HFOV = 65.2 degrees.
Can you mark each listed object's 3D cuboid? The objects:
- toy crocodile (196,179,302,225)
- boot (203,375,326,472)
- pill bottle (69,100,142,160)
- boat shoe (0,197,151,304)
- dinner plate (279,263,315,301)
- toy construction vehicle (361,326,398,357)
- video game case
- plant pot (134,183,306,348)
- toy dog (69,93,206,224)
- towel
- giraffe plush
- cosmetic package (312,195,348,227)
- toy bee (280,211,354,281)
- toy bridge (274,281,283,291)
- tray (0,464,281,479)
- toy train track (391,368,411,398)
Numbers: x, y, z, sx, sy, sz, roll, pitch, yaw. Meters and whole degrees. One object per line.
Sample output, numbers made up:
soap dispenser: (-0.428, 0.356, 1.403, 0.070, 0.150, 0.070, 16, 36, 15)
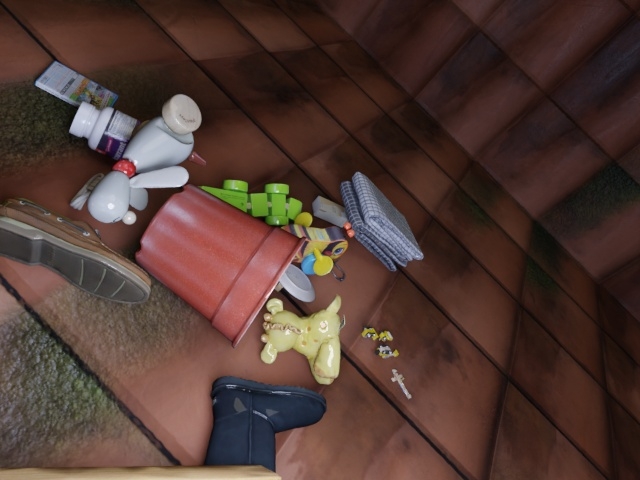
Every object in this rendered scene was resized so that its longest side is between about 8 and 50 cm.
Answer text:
toy crocodile: (-0.184, -0.093, 1.322, 0.340, 0.105, 0.115, 0, 88, -39)
boot: (-0.095, 0.372, 0.919, 0.246, 0.094, 0.207, 19, 38, -23)
pill bottle: (-0.475, -0.245, 1.175, 0.193, 0.108, 0.108, 24, 39, -26)
boat shoe: (-0.448, 0.012, 0.926, 0.307, 0.111, 0.104, 30, 37, -20)
dinner plate: (-0.063, 0.099, 1.285, 0.141, 0.017, 0.141, 37, 20, -16)
toy construction vehicle: (0.160, 0.276, 1.347, 0.098, 0.035, 0.086, 13, 34, -41)
video game case: (-0.608, -0.377, 1.260, 0.166, 0.015, 0.119, 27, 37, -23)
plant pot: (-0.212, 0.036, 1.034, 0.265, 0.272, 0.272, 33, 35, -2)
toy dog: (-0.343, -0.145, 1.053, 0.161, 0.220, 0.334, 44, 64, -29)
towel: (0.186, -0.055, 1.611, 0.283, 0.121, 0.235, 40, 23, -35)
giraffe plush: (-0.045, 0.213, 1.105, 0.170, 0.210, 0.181, 4, 47, -5)
cosmetic package: (0.032, -0.091, 1.593, 0.115, 0.041, 0.060, 21, 40, -30)
toy bee: (0.000, 0.000, 1.323, 0.195, 0.162, 0.298, 53, 26, 17)
toy bridge: (-0.168, 0.053, 1.246, 0.188, 0.026, 0.063, 35, 33, -13)
tray: (-0.253, 0.410, 0.651, 0.410, 0.076, 0.203, 17, 75, -33)
toy train track: (0.215, 0.374, 1.311, 0.048, 0.014, 0.083, -5, 57, -48)
